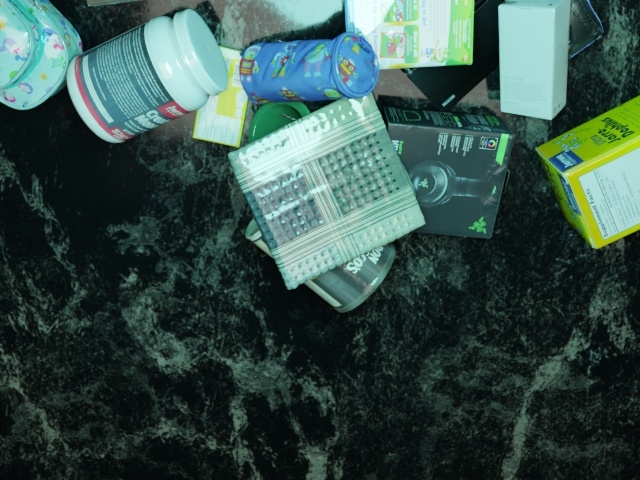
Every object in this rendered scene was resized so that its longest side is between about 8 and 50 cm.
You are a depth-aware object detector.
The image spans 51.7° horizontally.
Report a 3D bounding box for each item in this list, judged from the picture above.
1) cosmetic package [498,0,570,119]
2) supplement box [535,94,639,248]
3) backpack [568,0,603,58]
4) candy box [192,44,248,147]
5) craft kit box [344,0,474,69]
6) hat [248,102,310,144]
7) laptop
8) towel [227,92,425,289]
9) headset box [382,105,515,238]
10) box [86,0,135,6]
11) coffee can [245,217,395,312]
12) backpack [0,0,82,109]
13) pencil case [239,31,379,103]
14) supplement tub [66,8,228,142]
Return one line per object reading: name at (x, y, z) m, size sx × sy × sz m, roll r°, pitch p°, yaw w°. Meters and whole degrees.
cosmetic package at (0.426, -0.367, 1.318) m, size 0.117 × 0.085 × 0.231 m, roll 19°, pitch 136°, yaw 34°
supplement box at (0.679, -0.172, 1.396) m, size 0.356 × 0.195 × 0.194 m, roll -27°, pitch 111°, yaw 11°
backpack at (0.496, -0.440, 1.335) m, size 0.105 × 0.084 × 0.114 m, roll -33°, pitch 115°, yaw 13°
candy box at (-0.208, -0.311, 1.425) m, size 0.105 × 0.027 × 0.206 m, roll 13°, pitch 113°, yaw -3°
craft kit box at (0.167, -0.458, 1.259) m, size 0.246 × 0.061 × 0.250 m, roll -1°, pitch 114°, yaw 4°
hat at (-0.027, -0.214, 1.468) m, size 0.208 × 0.183 × 0.173 m, roll 29°, pitch 104°, yaw 34°
laptop at (0.251, -0.444, 1.373) m, size 0.234 × 0.136 × 0.264 m, roll -42°, pitch 82°, yaw 16°
towel at (0.018, -0.102, 1.327) m, size 0.324 × 0.056 × 0.312 m, roll -25°, pitch 102°, yaw -2°
headset box at (0.264, -0.146, 1.437) m, size 0.282 × 0.131 × 0.247 m, roll 5°, pitch 118°, yaw -3°
box at (-0.338, -0.544, 1.244) m, size 0.203 × 0.167 × 0.169 m, roll -5°, pitch 113°, yaw 2°
coffee can at (0.000, 0.000, 1.468) m, size 0.275 × 0.202 × 0.201 m, roll 39°, pitch 108°, yaw -16°
backpack at (-0.616, -0.393, 1.310) m, size 0.225 × 0.191 × 0.253 m, roll -40°, pitch 113°, yaw 15°
pencil case at (-0.029, -0.335, 1.286) m, size 0.119 × 0.306 × 0.133 m, roll 28°, pitch 77°, yaw -44°
supplement tub at (-0.342, -0.326, 1.318) m, size 0.272 × 0.191 × 0.191 m, roll -20°, pitch 113°, yaw 14°
